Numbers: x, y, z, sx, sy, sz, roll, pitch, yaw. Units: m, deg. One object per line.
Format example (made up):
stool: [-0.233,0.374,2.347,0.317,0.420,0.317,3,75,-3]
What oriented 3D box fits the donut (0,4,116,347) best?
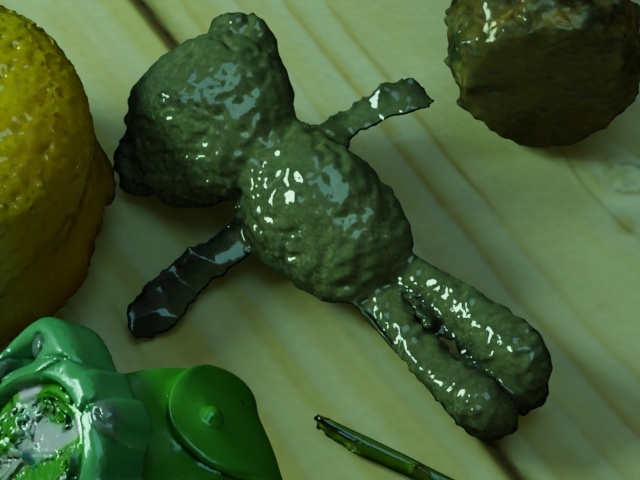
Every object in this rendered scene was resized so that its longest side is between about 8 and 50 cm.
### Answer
donut: [-0.239,-0.041,0.944,0.253,0.118,0.253,7,51,-9]

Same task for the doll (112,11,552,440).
doll: [0.009,-0.015,0.970,0.286,0.091,0.202,15,82,19]

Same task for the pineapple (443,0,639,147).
pineapple: [0.136,-0.178,1.105,0.128,0.128,0.248,3,46,-5]

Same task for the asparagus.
asparagus: [0.070,0.130,0.900,0.166,0.013,0.016,25,9,12]

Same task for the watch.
watch: [-0.104,0.122,0.812,0.165,0.152,0.131,-39,53,18]
